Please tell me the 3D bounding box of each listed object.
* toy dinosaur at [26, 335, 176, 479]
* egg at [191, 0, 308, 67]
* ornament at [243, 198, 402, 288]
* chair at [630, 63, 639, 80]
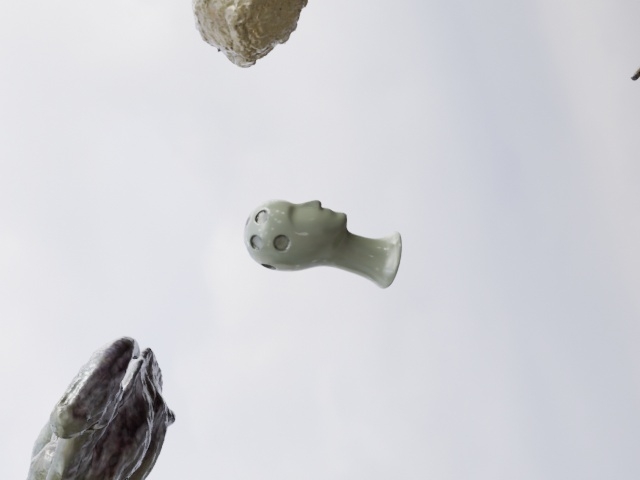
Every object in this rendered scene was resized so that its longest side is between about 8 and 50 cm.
[{"bbox_3d":[-0.147,0.141,0.927,0.077,0.162,0.294,33,173,-4],"label":"toy dinosaur"},{"bbox_3d":[-0.070,-0.246,1.457,0.118,0.140,0.116,31,-157,-13],"label":"egg"},{"bbox_3d":[0.000,0.000,1.450,0.075,0.156,0.081,-114,41,-65],"label":"ornament"},{"bbox_3d":[0.474,-0.259,1.558,0.272,0.166,0.188,-50,-16,-49],"label":"chair"}]
